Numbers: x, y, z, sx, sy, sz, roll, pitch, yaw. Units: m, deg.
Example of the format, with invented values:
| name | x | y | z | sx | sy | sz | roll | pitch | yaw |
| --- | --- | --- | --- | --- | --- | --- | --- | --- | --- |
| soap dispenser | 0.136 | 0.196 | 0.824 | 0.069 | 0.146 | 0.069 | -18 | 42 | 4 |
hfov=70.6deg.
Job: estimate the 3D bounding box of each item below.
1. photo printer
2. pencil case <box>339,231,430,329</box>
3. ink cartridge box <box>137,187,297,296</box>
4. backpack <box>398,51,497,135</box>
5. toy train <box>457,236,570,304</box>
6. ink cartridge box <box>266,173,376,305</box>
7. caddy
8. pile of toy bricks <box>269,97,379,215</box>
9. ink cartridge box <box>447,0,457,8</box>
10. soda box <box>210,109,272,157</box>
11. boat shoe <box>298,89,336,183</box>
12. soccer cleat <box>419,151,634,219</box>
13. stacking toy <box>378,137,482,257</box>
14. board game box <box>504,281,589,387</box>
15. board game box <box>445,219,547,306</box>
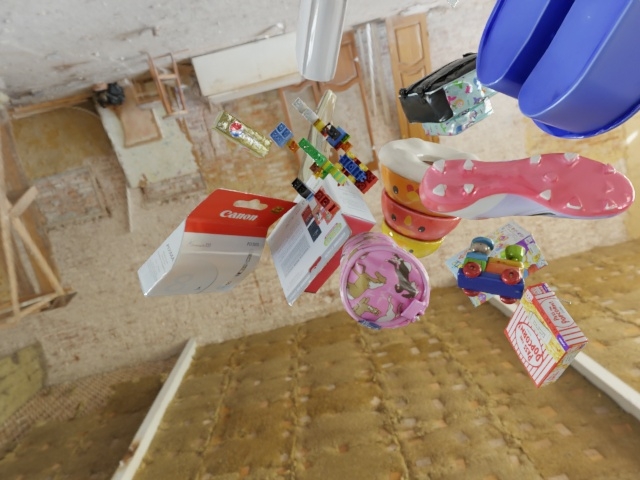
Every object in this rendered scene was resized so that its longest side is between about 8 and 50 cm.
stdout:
| name | x | y | z | sx | sy | sz | roll | pitch | yaw |
| --- | --- | --- | --- | --- | --- | --- | --- | --- | --- |
| photo printer | 0.003 | -0.612 | 1.195 | 0.107 | 0.307 | 0.256 | 4 | -143 | -10 |
| pencil case | 0.121 | 0.067 | 0.957 | 0.160 | 0.167 | 0.386 | -2 | -174 | 3 |
| ink cartridge box | -0.268 | 0.021 | 1.253 | 0.385 | 0.091 | 0.308 | -38 | 156 | 28 |
| backpack | 0.384 | -0.416 | 1.279 | 0.253 | 0.191 | 0.225 | -39 | -157 | -9 |
| toy train | 0.470 | 0.072 | 1.092 | 0.248 | 0.105 | 0.143 | 10 | -126 | 25 |
| ink cartridge box | 0.000 | 0.000 | 1.281 | 0.130 | 0.271 | 0.309 | 14 | 129 | -36 |
| caddy | 0.388 | -0.313 | 0.636 | 0.179 | 0.341 | 0.241 | 1 | -140 | -25 |
| pile of toy bricks | 0.010 | -0.123 | 0.738 | 0.118 | 0.212 | 0.105 | -45 | 150 | 10 |
| ink cartridge box | 0.307 | -0.716 | 1.186 | 0.145 | 0.179 | 0.045 | -61 | -156 | -12 |
| soda box | -0.243 | -0.326 | 1.400 | 0.181 | 0.061 | 0.058 | 29 | 175 | -31 |
| boat shoe | 0.010 | -0.321 | 1.438 | 0.098 | 0.302 | 0.109 | 14 | -175 | -9 |
| soccer cleat | 0.254 | -0.061 | 0.581 | 0.248 | 0.083 | 0.095 | 3 | 164 | 11 |
| stacking toy | 0.315 | -0.059 | 1.465 | 0.351 | 0.479 | 0.350 | 8 | -152 | -5 |
| board game box | 0.472 | 0.204 | 0.965 | 0.045 | 0.193 | 0.146 | -13 | -131 | -7 |
| board game box | 0.603 | 0.079 | 1.569 | 0.275 | 0.142 | 0.144 | -33 | -161 | 11 |
